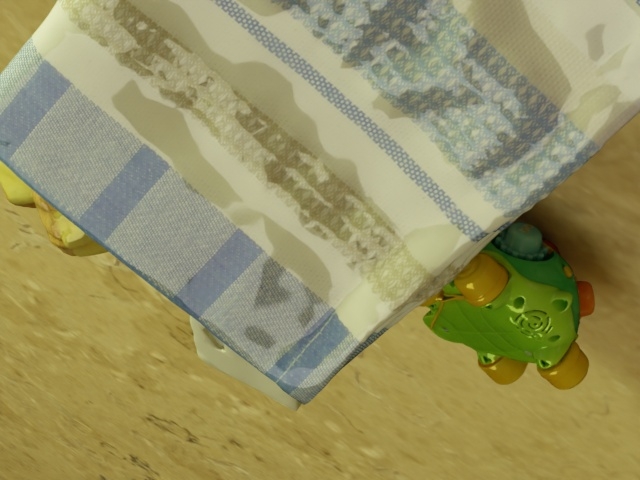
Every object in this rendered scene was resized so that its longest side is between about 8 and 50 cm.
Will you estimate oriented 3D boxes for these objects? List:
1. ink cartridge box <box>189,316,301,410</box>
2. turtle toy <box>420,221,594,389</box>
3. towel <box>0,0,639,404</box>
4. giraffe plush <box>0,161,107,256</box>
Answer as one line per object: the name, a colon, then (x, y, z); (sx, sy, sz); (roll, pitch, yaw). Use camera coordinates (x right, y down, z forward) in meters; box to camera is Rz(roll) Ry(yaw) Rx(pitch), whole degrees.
ink cartridge box: (0.000, 0.000, 0.909); (0.063, 0.150, 0.109); (29, 158, 15)
turtle toy: (0.094, 0.027, 0.946); (0.095, 0.066, 0.130); (45, 157, -24)
towel: (0.005, -0.068, 0.712); (0.209, 0.034, 0.285); (40, 122, -12)
giraffe plush: (-0.081, -0.106, 0.817); (0.210, 0.181, 0.170); (13, 135, 47)
